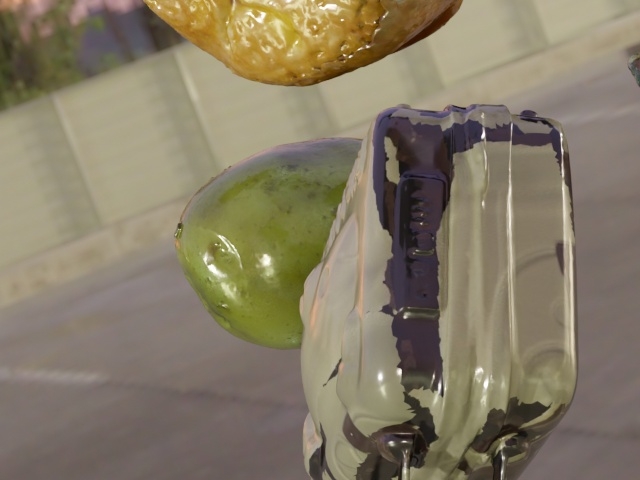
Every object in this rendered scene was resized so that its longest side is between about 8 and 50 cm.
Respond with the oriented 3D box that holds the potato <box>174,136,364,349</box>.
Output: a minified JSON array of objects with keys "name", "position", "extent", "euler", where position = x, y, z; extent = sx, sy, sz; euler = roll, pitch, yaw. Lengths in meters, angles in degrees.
[{"name":"potato","position":[-0.002,0.000,1.857],"extent":[0.304,0.215,0.216],"euler":[-15,1,-40]}]

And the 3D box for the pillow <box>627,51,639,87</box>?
[{"name":"pillow","position":[0.429,-0.143,1.695],"extent":[0.256,0.189,0.034],"euler":[-28,-11,-21]}]

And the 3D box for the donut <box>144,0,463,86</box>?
[{"name":"donut","position":[-0.031,-0.260,1.188],"extent":[0.150,0.317,0.299],"euler":[-42,-19,-47]}]

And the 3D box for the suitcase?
[{"name":"suitcase","position":[0.080,0.094,1.417],"extent":[0.194,0.339,0.351],"euler":[5,-25,-6]}]
